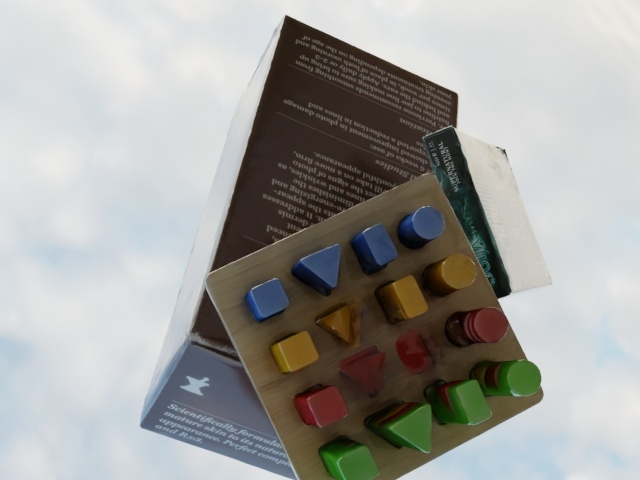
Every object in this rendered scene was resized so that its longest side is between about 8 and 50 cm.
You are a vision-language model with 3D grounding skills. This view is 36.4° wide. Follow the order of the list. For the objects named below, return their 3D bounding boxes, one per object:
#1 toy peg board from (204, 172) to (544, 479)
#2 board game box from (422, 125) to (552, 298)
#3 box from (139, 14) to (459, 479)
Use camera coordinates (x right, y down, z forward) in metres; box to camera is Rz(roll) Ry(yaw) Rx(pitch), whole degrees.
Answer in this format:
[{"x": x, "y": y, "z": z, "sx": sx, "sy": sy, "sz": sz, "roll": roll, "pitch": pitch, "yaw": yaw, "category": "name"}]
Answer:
[{"x": 0.040, "y": 0.057, "z": 0.571, "sx": 0.161, "sy": 0.079, "sz": 0.160, "roll": -25, "pitch": -93, "yaw": -12, "category": "toy peg board"}, {"x": 0.134, "y": -0.018, "z": 0.755, "sx": 0.186, "sy": 0.026, "sz": 0.126, "roll": 2, "pitch": -111, "yaw": -68, "category": "board game box"}, {"x": 0.000, "y": 0.000, "z": 0.816, "sx": 0.191, "sy": 0.143, "sz": 0.381, "roll": 23, "pitch": -136, "yaw": -12, "category": "box"}]
